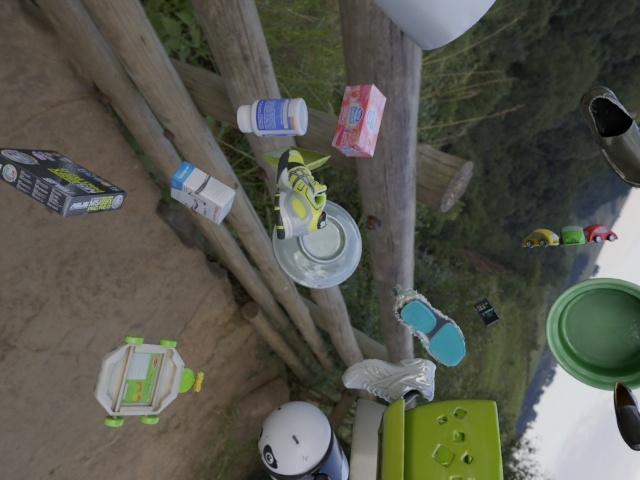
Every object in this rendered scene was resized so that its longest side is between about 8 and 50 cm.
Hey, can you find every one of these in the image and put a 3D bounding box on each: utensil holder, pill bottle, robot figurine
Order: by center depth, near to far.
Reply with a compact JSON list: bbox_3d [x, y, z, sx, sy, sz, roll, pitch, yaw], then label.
[{"bbox_3d":[-0.038,0.500,1.046,0.173,0.209,0.278,-62,141,-49],"label":"robot figurine"},{"bbox_3d":[0.252,-0.752,1.195,0.385,0.327,0.327,33,82,-30],"label":"utensil holder"},{"bbox_3d":[-0.201,-0.512,1.902,0.152,0.272,0.152,3,90,-76],"label":"pill bottle"}]

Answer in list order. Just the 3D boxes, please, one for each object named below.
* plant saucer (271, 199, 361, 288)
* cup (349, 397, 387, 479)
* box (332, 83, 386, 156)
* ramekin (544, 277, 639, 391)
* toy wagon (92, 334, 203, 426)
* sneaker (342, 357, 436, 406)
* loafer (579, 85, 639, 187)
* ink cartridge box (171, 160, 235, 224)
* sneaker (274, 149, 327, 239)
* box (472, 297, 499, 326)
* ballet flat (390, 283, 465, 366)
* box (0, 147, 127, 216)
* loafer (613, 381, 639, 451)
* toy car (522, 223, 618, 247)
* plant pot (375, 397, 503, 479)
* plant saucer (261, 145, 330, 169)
[{"bbox_3d":[0.000,0.000,1.921,0.400,0.400,0.100,-53,-174,-21],"label":"plant saucer"},{"bbox_3d":[0.231,0.709,1.512,0.331,0.237,0.331,3,90,-80],"label":"cup"},{"bbox_3d":[0.181,-0.551,2.112,0.142,0.154,0.300,22,80,-54],"label":"box"},{"bbox_3d":[0.804,0.253,1.280,0.148,0.303,0.303,2,111,-59],"label":"ramekin"},{"bbox_3d":[-0.542,0.450,1.471,0.344,0.068,0.267,20,78,-46],"label":"toy wagon"},{"bbox_3d":[0.161,0.349,1.093,0.090,0.232,0.115,57,30,-48],"label":"sneaker"},{"bbox_3d":[0.646,-0.218,0.989,0.094,0.251,0.087,-37,175,35],"label":"loafer"},{"bbox_3d":[-0.417,-0.164,1.608,0.086,0.203,0.148,-60,-177,-29],"label":"ink cartridge box"},{"bbox_3d":[-0.057,-0.138,1.358,0.384,0.147,0.145,-94,-178,-47],"label":"sneaker"},{"bbox_3d":[0.568,0.248,1.565,0.052,0.083,0.062,-31,160,5],"label":"box"},{"bbox_3d":[0.371,0.282,1.580,0.409,0.147,0.147,48,68,-31],"label":"ballet flat"},{"bbox_3d":[-0.699,-0.160,1.216,0.060,0.270,0.216,-63,171,13],"label":"box"},{"bbox_3d":[0.728,0.414,1.082,0.061,0.062,0.170,54,30,-18],"label":"loafer"},{"bbox_3d":[0.666,-0.013,1.213,0.225,0.239,0.053,-1,85,-66],"label":"toy car"},{"bbox_3d":[0.214,0.436,0.876,0.227,0.207,0.228,87,9,-55],"label":"plant pot"},{"bbox_3d":[-0.088,-0.292,1.663,0.188,0.188,0.045,-34,136,-54],"label":"plant saucer"}]
